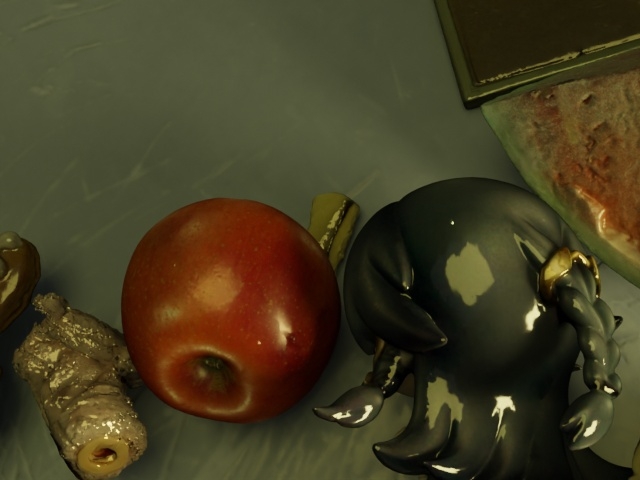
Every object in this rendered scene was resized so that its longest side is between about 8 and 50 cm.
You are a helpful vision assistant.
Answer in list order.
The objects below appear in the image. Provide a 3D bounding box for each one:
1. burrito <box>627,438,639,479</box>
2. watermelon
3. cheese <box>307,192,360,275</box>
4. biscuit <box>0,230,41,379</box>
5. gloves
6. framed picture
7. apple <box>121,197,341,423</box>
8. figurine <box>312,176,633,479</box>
[{"bbox_3d":[0.246,0.243,0.648,0.135,0.190,0.332,-14,50,57],"label":"burrito"},{"bbox_3d":[0.287,-0.059,0.756,0.256,0.176,0.260,-34,85,7],"label":"watermelon"},{"bbox_3d":[0.000,0.000,0.877,0.044,0.030,0.083,14,77,38],"label":"cheese"},{"bbox_3d":[-0.375,0.073,0.908,0.301,0.049,0.197,3,68,28],"label":"biscuit"},{"bbox_3d":[-0.176,0.111,0.834,0.094,0.110,0.144,-27,65,-1],"label":"gloves"},{"bbox_3d":[0.247,-0.257,0.923,0.324,0.020,0.241,-17,65,7],"label":"framed picture"},{"bbox_3d":[-0.065,0.054,0.799,0.163,0.163,0.139,5,50,17],"label":"apple"},{"bbox_3d":[0.111,0.086,0.740,0.197,0.175,0.265,-29,71,11],"label":"figurine"}]
